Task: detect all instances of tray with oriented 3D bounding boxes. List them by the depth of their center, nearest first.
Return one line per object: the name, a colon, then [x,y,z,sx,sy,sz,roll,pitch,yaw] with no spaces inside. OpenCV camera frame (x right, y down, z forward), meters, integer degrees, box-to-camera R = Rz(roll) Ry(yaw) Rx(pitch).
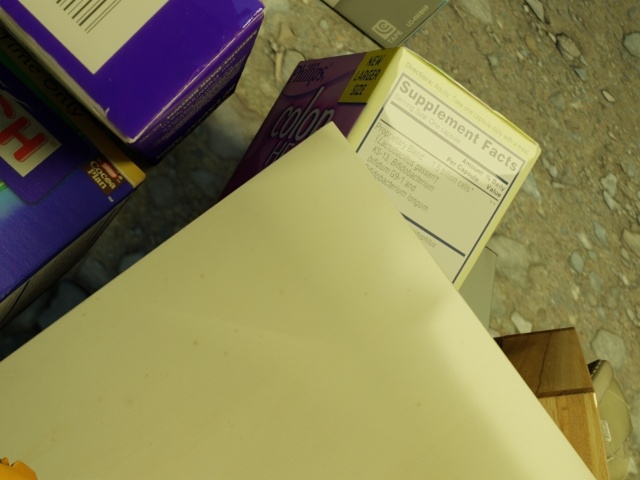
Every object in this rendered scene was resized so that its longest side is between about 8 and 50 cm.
tray: [0.183,0.284,0.600,0.203,0.076,0.411,-21,101,-76]

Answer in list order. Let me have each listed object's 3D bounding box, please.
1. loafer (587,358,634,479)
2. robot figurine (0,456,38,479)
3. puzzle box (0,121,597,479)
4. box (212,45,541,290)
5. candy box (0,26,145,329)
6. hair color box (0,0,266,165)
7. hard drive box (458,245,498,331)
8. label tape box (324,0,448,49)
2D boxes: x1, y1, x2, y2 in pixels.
loafer: [0.242,0.213,0.818,0.092,0.102,0.268,50,46,4]
robot figurine: [-0.118,0.141,0.273,0.085,0.291,0.211,-23,50,-10]
puzzle box: [-0.079,0.163,0.458,0.409,0.052,0.272,-36,91,-1]
box: [0.000,0.000,0.605,0.117,0.213,0.243,32,89,-20]
candy box: [-0.294,-0.037,0.494,0.268,0.122,0.317,45,32,-7]
hair color box: [-0.148,-0.152,0.572,0.110,0.339,0.185,-45,98,-3]
hard drive box: [0.035,0.113,0.661,0.089,0.181,0.232,31,51,-20]
label tape box: [0.010,-0.422,0.991,0.347,0.115,0.249,35,49,-19]
